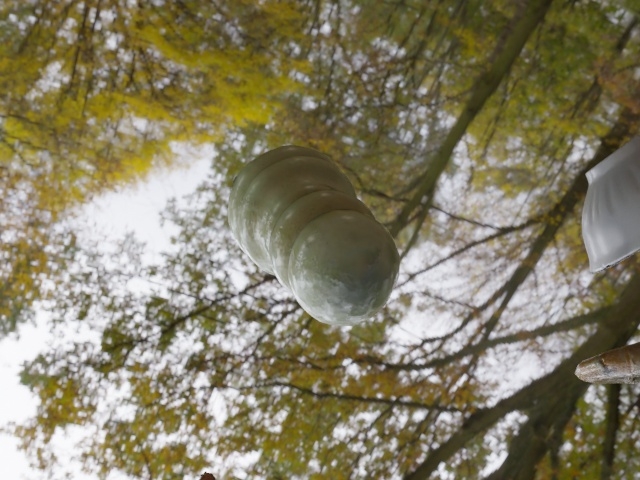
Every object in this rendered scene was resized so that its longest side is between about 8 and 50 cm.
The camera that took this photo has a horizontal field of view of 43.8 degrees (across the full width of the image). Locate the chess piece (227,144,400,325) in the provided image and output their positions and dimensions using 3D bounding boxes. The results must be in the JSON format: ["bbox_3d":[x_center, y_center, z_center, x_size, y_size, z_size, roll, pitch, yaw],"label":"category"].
[{"bbox_3d":[0.000,0.000,0.734,0.133,0.133,0.243,10,-165,-21],"label":"chess piece"}]

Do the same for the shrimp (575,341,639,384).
[{"bbox_3d":[0.523,0.172,1.159,0.169,0.296,0.058,22,-123,-48],"label":"shrimp"}]

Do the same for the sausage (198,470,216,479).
[{"bbox_3d":[-0.147,0.355,0.944,0.036,0.042,0.157,26,-115,-42],"label":"sausage"}]

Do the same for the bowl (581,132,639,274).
[{"bbox_3d":[0.310,-0.055,0.754,0.086,0.189,0.189,55,-143,9],"label":"bowl"}]
